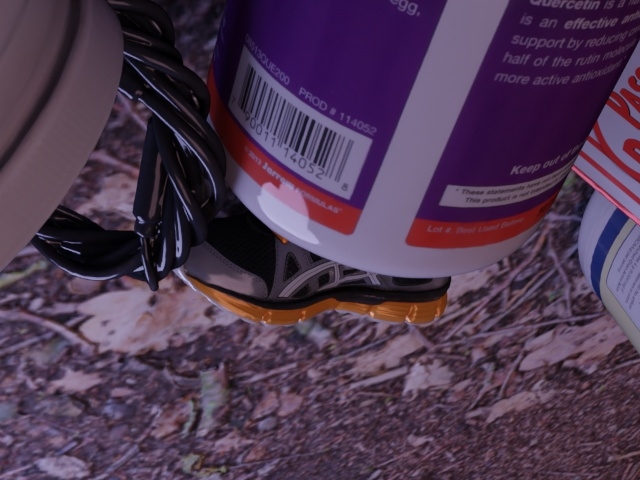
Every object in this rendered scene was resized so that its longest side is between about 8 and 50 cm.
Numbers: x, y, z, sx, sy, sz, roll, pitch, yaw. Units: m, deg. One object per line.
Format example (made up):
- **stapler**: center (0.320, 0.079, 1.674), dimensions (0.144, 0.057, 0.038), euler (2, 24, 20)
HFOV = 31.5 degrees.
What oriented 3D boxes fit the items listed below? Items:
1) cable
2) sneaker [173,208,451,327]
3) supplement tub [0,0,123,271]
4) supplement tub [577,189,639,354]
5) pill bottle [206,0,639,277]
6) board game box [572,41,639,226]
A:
- **cable**: center (-0.111, -0.051, 0.520), dimensions (0.150, 0.047, 0.184), euler (-10, 126, 28)
- **sneaker**: center (0.000, 0.000, 0.699), dimensions (0.215, 0.084, 0.083), euler (1, 121, -38)
- **supplement tub**: center (-0.205, -0.102, 0.317), dimensions (0.191, 0.191, 0.272), euler (-35, 131, 9)
- **supplement tub**: center (0.354, 0.063, 0.779), dimensions (0.235, 0.325, 0.235), euler (-17, 141, -14)
- **pill bottle**: center (0.065, -0.149, 0.473), dimensions (0.181, 0.181, 0.323), euler (-6, 137, -27)
- **board game box**: center (0.233, -0.067, 0.663), dimensions (0.045, 0.193, 0.147), euler (-23, 150, -49)
